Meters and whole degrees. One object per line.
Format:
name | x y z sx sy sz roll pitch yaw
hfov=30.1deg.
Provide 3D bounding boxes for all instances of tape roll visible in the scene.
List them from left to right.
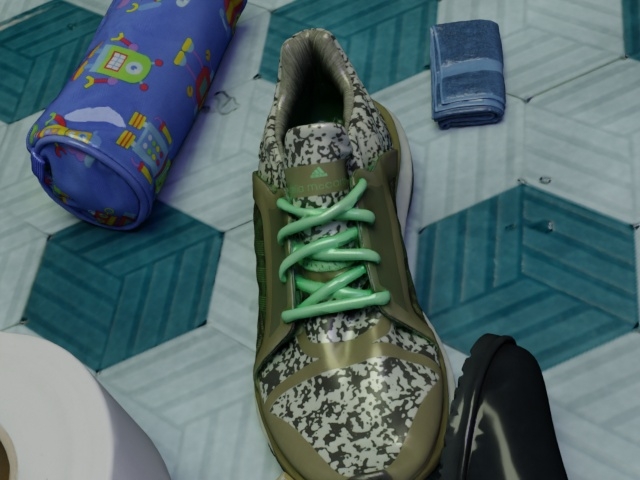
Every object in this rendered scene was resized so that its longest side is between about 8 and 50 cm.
tape roll | -0.244 0.201 0.799 0.286 0.100 0.286 -14 47 16

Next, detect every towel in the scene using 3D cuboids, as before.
towel | 0.133 -0.154 1.084 0.067 0.029 0.119 -6 50 12

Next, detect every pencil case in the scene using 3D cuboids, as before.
pencil case | -0.171 -0.158 1.122 0.133 0.119 0.306 18 56 1

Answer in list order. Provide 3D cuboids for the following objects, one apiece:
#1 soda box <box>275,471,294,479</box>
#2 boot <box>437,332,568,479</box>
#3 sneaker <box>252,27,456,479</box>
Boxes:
soda box | -0.065 0.245 0.797 0.181 0.061 0.058 -42 52 -17
boot | 0.177 0.182 0.748 0.207 0.094 0.246 3 59 24
sneaker | 0.000 0.000 0.898 0.158 0.182 0.410 -14 49 6
